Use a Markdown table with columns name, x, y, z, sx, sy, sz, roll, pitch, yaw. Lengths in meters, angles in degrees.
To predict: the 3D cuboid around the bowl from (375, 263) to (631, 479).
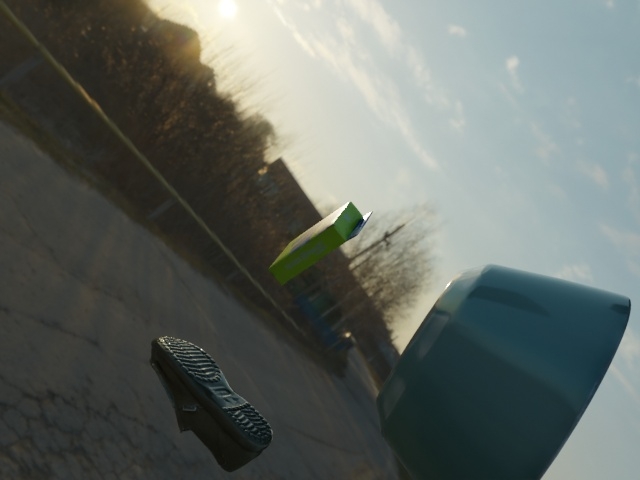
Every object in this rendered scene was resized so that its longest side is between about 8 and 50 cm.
| name | x | y | z | sx | sy | sz | roll | pitch | yaw |
| --- | --- | --- | --- | --- | --- | --- | --- | --- | --- |
| bowl | 0.173 | 0.149 | 0.760 | 0.163 | 0.311 | 0.311 | 32 | -10 | 14 |

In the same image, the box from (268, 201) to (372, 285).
| name | x | y | z | sx | sy | sz | roll | pitch | yaw |
| --- | --- | --- | --- | --- | --- | --- | --- | --- | --- |
| box | 0.000 | 0.000 | 1.208 | 0.042 | 0.178 | 0.109 | 51 | 30 | -9 |

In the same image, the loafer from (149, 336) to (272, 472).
| name | x | y | z | sx | sy | sz | roll | pitch | yaw |
| --- | --- | --- | --- | --- | --- | --- | --- | --- | --- |
| loafer | -0.103 | 0.135 | 0.587 | 0.148 | 0.050 | 0.056 | 39 | 11 | 36 |
